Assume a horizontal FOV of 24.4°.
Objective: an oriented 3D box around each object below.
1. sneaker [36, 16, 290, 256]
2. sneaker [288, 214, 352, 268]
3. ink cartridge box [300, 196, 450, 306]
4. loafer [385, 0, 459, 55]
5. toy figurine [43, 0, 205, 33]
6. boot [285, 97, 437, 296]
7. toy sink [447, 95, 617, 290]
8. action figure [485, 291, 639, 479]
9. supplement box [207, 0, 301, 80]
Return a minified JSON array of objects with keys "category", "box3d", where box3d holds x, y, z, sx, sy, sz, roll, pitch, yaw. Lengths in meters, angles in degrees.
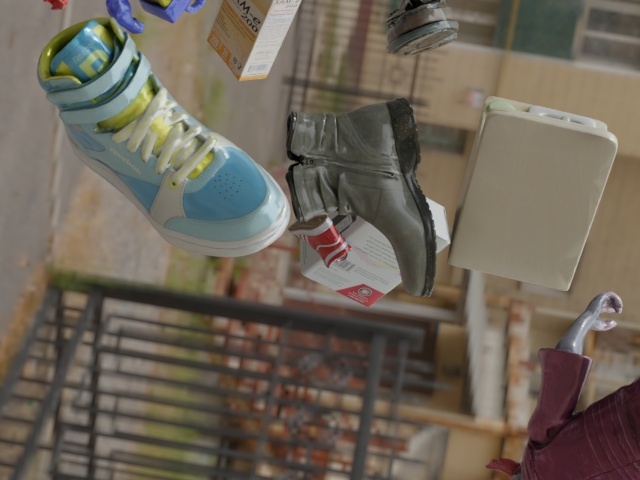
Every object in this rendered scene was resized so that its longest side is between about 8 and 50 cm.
[{"category":"sneaker","box3d":[-0.178,-0.115,1.532,0.127,0.319,0.208,-49,149,-18]},{"category":"sneaker","box3d":[0.000,0.000,1.926,0.042,0.067,0.118,-39,-166,-12]},{"category":"ink cartridge box","box3d":[0.075,0.000,2.054,0.175,0.127,0.072,-40,-144,33]},{"category":"loafer","box3d":[0.122,-0.287,1.897,0.267,0.096,0.084,-32,103,-82]},{"category":"toy figurine","box3d":[-0.209,-0.392,1.897,0.362,0.191,0.217,-54,133,-13]},{"category":"boot","box3d":[0.043,-0.042,1.746,0.083,0.161,0.246,-157,-124,-79]},{"category":"toy sink","box3d":[0.252,-0.080,1.755,0.131,0.153,0.234,-75,176,-49]},{"category":"action figure","box3d":[0.300,0.193,1.342,0.370,0.248,0.276,-32,-172,31]},{"category":"supplement box","box3d":[-0.062,-0.205,1.369,0.062,0.036,0.098,52,-46,30]}]
